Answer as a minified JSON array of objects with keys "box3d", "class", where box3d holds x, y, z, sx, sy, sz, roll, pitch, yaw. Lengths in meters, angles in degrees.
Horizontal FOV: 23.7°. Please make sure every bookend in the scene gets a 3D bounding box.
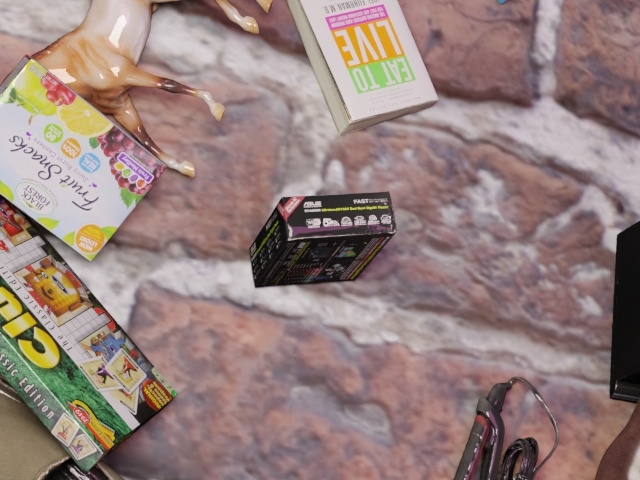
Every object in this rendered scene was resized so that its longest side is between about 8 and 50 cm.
[{"box3d":[0.319,0.052,1.316,0.072,0.157,0.156,11,71,-13],"class":"bookend"}]

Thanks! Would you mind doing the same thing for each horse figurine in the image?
[{"box3d":[-0.146,-0.178,1.289,0.174,0.066,0.263,24,76,-5],"class":"horse figurine"}]

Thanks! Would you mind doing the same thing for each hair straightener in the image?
[{"box3d":[0.146,0.221,1.281,0.089,0.047,0.230,25,64,-9],"class":"hair straightener"}]

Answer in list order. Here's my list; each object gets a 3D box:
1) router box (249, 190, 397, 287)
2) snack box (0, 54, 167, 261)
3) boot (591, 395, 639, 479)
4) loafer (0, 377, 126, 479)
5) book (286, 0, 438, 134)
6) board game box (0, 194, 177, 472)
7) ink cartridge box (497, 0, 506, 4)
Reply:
[{"box3d":[0.000,0.000,1.253,0.092,0.122,0.038,-3,71,-18],"class":"router box"},{"box3d":[-0.209,-0.065,1.216,0.141,0.037,0.100,39,90,-23],"class":"snack box"},{"box3d":[0.353,0.220,1.275,0.248,0.090,0.207,21,99,-3],"class":"boot"},{"box3d":[-0.215,0.167,1.156,0.251,0.087,0.094,34,67,-5],"class":"loafer"},{"box3d":[0.036,-0.176,1.369,0.096,0.035,0.144,-18,79,-25],"class":"book"},{"box3d":[-0.227,0.049,1.177,0.260,0.030,0.136,49,26,1],"class":"board game box"},{"box3d":[0.155,-0.327,1.430,0.104,0.061,0.181,-41,88,-23],"class":"ink cartridge box"}]
